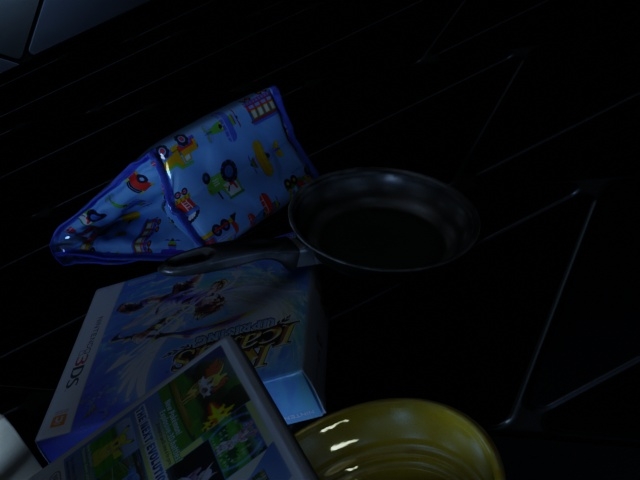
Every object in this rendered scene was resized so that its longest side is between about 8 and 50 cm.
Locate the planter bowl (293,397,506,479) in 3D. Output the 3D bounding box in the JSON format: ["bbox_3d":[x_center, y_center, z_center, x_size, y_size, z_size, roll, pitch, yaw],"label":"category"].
[{"bbox_3d":[0.033,0.213,0.616,0.217,0.090,0.217,-23,29,13],"label":"planter bowl"}]

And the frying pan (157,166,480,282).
[{"bbox_3d":[0.025,0.010,0.922,0.197,0.053,0.326,25,40,30],"label":"frying pan"}]

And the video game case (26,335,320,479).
[{"bbox_3d":[-0.137,0.225,0.631,0.300,0.036,0.329,-36,26,-5],"label":"video game case"}]

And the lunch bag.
[{"bbox_3d":[-0.188,-0.057,1.152,0.293,0.138,0.221,-14,16,44],"label":"lunch bag"}]

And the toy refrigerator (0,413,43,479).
[{"bbox_3d":[-0.370,0.270,0.803,0.094,0.102,0.269,7,42,39],"label":"toy refrigerator"}]

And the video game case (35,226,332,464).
[{"bbox_3d":[-0.125,0.104,0.942,0.269,0.061,0.244,-17,31,12],"label":"video game case"}]
